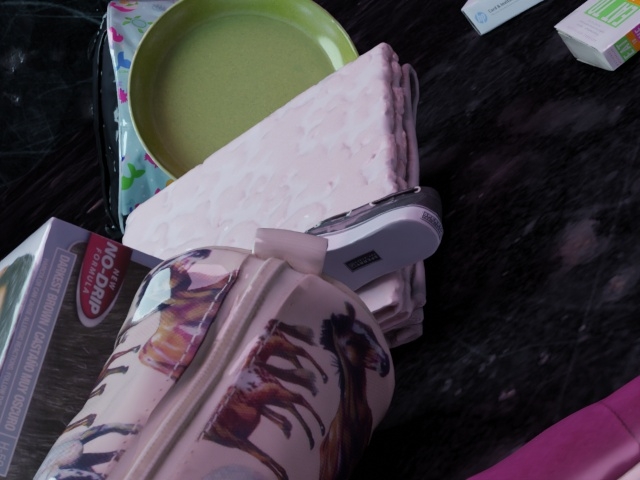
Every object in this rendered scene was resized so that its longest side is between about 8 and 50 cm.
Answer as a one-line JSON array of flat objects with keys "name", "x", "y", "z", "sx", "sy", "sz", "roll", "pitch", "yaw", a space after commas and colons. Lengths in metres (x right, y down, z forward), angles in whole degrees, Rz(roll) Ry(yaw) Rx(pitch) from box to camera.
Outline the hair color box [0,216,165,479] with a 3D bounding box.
[{"name": "hair color box", "x": -0.227, "y": 0.129, "z": 0.969, "sx": 0.374, "sy": 0.114, "sz": 0.185, "roll": -27, "pitch": 45, "yaw": 58}]

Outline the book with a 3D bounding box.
[{"name": "book", "x": 0.262, "y": -0.190, "z": 1.029, "sx": 0.144, "sy": 0.035, "sz": 0.096, "roll": -39, "pitch": 20, "yaw": 3}]

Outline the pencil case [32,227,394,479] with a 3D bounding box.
[{"name": "pencil case", "x": -0.095, "y": 0.165, "z": 0.644, "sx": 0.410, "sy": 0.160, "sz": 0.183, "roll": -59, "pitch": -7, "yaw": -48}]

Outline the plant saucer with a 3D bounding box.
[{"name": "plant saucer", "x": -0.074, "y": -0.146, "z": 1.357, "sx": 0.241, "sy": 0.241, "sz": 0.037, "roll": -45, "pitch": -8, "yaw": -14}]

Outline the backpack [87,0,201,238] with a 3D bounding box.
[{"name": "backpack", "x": -0.169, "y": -0.148, "z": 1.493, "sx": 0.191, "sy": 0.253, "sz": 0.225, "roll": -10, "pitch": 15, "yaw": -5}]

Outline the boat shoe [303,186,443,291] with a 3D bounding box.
[{"name": "boat shoe", "x": 0.019, "y": 0.004, "z": 0.857, "sx": 0.142, "sy": 0.049, "sz": 0.040, "roll": -19, "pitch": 35, "yaw": 30}]

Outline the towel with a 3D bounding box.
[{"name": "towel", "x": -0.054, "y": 0.023, "z": 1.027, "sx": 0.317, "sy": 0.053, "sz": 0.331, "roll": -32, "pitch": 31, "yaw": 25}]

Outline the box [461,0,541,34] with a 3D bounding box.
[{"name": "box", "x": 0.242, "y": -0.289, "z": 1.320, "sx": 0.186, "sy": 0.038, "sz": 0.145, "roll": -25, "pitch": 22, "yaw": 46}]

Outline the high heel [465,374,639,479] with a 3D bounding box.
[{"name": "high heel", "x": 0.109, "y": 0.123, "z": 0.489, "sx": 0.377, "sy": 0.127, "sz": 0.181, "roll": -37, "pitch": -15, "yaw": 32}]
